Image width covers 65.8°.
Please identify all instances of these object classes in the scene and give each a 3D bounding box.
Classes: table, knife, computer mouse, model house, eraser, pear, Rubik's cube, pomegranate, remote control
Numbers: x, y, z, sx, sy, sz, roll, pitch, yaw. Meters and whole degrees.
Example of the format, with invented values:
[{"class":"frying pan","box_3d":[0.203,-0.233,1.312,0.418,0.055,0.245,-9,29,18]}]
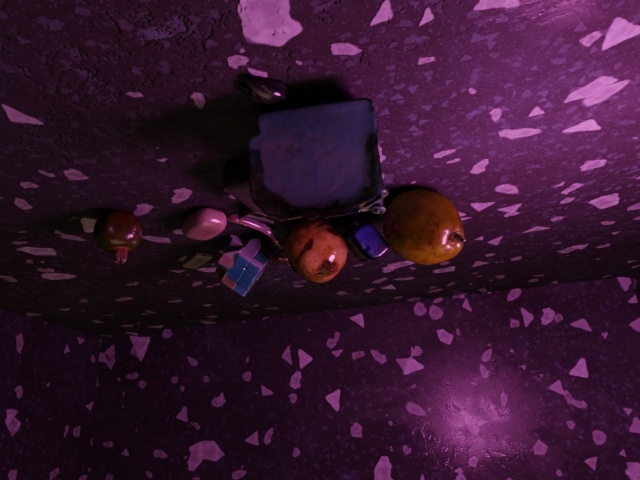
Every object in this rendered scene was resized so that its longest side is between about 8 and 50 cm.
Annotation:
[{"class":"table","box_3d":[-0.209,-0.114,1.914,0.146,0.062,0.175,15,152,-43]},{"class":"knife","box_3d":[-0.266,-0.061,2.048,0.278,0.123,0.053,27,111,-36]},{"class":"computer mouse","box_3d":[-0.141,-0.378,1.270,0.135,0.047,0.079,10,153,-29]},{"class":"model house","box_3d":[-0.004,-0.230,1.439,0.360,0.297,0.339,-8,-170,7]},{"class":"eraser","box_3d":[0.179,0.005,2.071,0.101,0.155,0.332,-40,-179,-7]},{"class":"pear","box_3d":[0.403,-0.044,1.862,0.287,0.287,0.375,9,-170,-33]},{"class":"Rubik's cube","box_3d":[-0.354,0.091,2.195,0.213,0.224,0.265,34,116,0]},{"class":"pomegranate","box_3d":[-0.761,-0.008,1.859,0.180,0.209,0.180,-7,156,-3]},{"class":"pomegranate","box_3d":[-0.015,0.045,2.085,0.281,0.281,0.281,-4,159,-2]},{"class":"remote control","box_3d":[-0.605,0.097,2.418,0.087,0.029,0.190,11,154,-35]}]

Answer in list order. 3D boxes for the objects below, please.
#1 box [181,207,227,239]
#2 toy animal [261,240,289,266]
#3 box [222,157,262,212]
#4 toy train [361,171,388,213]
[{"class":"box","box_3d":[-0.459,-0.063,1.953,0.146,0.088,0.200,12,154,-39]},{"class":"toy animal","box_3d":[-0.231,0.075,2.373,0.260,0.087,0.243,-8,161,17]},{"class":"box","box_3d":[-0.187,-0.184,1.664,0.178,0.138,0.274,-7,157,22]},{"class":"toy train","box_3d":[0.159,-0.175,1.813,0.157,0.105,0.253,4,162,16]}]
